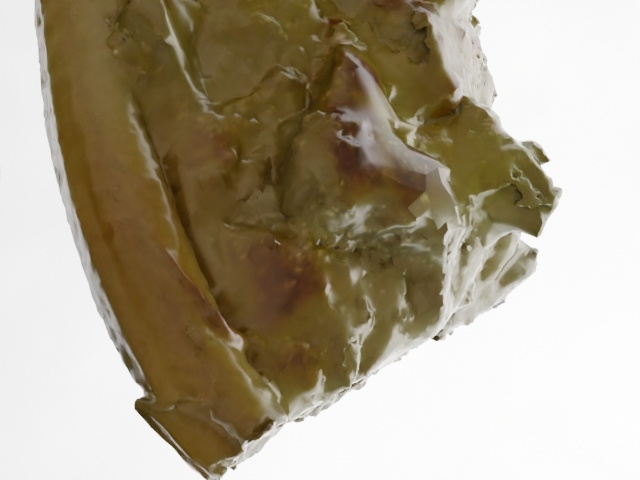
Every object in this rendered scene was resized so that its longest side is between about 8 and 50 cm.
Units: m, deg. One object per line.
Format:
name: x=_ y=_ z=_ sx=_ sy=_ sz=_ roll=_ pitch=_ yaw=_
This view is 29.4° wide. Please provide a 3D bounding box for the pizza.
pizza: x=0.001 y=-0.065 z=0.483 sx=0.089 sy=0.223 sz=0.324 roll=-44 pitch=-132 yaw=49
